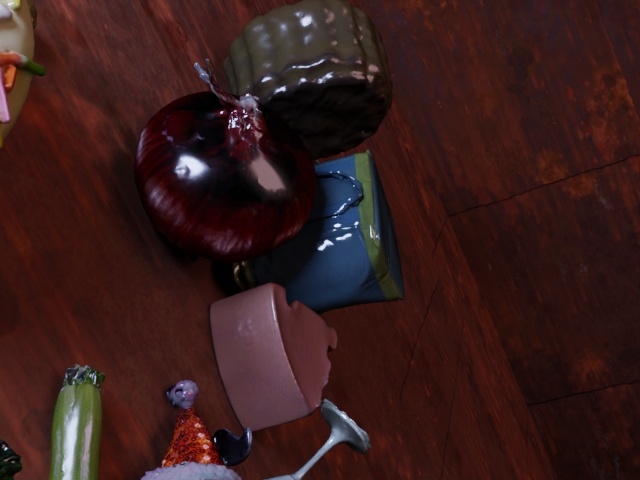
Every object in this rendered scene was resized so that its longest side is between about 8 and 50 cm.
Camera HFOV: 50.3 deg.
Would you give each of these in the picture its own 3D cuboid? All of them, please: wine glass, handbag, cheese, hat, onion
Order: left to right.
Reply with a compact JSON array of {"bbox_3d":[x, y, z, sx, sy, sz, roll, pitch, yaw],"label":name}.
[{"bbox_3d":[-0.154,0.259,0.795,0.227,0.129,0.140,-110,-152,-54],"label":"hat"},{"bbox_3d":[-0.122,-0.115,0.954,0.273,0.285,0.273,14,44,-14],"label":"onion"},{"bbox_3d":[-0.072,0.147,1.025,0.177,0.128,0.203,62,24,-20],"label":"cheese"},{"bbox_3d":[-0.024,0.305,0.894,0.183,0.122,0.122,-40,115,-24],"label":"wine glass"},{"bbox_3d":[0.000,0.000,1.142,0.222,0.241,0.262,62,20,-48],"label":"handbag"}]

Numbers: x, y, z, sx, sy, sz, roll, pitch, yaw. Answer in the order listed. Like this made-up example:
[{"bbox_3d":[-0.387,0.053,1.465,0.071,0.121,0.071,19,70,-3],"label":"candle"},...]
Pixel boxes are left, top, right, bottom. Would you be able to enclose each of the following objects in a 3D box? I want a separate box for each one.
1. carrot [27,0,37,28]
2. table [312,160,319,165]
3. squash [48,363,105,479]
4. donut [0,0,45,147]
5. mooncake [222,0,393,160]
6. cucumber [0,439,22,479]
[{"bbox_3d":[-0.406,-0.268,0.725,0.254,0.049,0.049,-8,78,-64],"label":"carrot"},{"bbox_3d":[-0.051,-0.207,1.487,0.079,0.063,0.083,38,37,-54],"label":"table"},{"bbox_3d":[-0.241,0.211,0.670,0.052,0.052,0.183,40,34,-52],"label":"squash"},{"bbox_3d":[-0.378,-0.202,0.547,0.370,0.150,0.307,65,28,-11],"label":"donut"},{"bbox_3d":[-0.018,-0.291,1.302,0.324,0.324,0.187,29,45,-59],"label":"mooncake"},{"bbox_3d":[-0.305,0.193,0.445,0.265,0.077,0.077,18,53,-79],"label":"cucumber"}]
